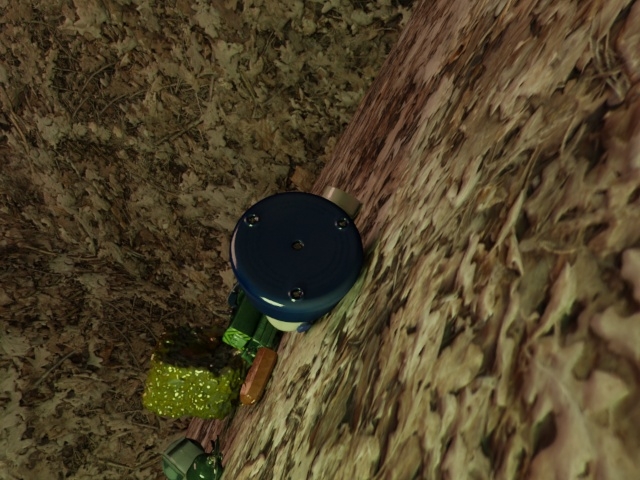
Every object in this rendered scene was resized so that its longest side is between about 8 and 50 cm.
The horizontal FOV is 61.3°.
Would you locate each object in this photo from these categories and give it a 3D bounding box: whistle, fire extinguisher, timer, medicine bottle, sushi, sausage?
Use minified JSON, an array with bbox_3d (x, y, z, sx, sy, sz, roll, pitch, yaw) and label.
[{"bbox_3d":[-0.451,0.767,1.848,0.290,0.163,0.163,9,68,49],"label":"whistle"},{"bbox_3d":[-0.337,0.674,1.510,0.294,0.093,0.118,-59,34,22],"label":"fire extinguisher"},{"bbox_3d":[-0.063,0.095,1.233,0.383,0.271,0.270,101,-169,-62],"label":"timer"},{"bbox_3d":[0.000,0.000,1.513,0.296,0.111,0.161,-62,7,-1],"label":"medicine bottle"},{"bbox_3d":[-0.428,0.461,1.942,0.396,0.352,0.240,-104,26,-73],"label":"sushi"},{"bbox_3d":[-0.177,0.388,1.519,0.169,0.065,0.065,-67,9,-28],"label":"sausage"}]

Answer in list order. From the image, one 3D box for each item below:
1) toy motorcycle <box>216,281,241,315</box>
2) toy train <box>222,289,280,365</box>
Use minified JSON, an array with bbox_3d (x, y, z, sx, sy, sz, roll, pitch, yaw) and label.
[{"bbox_3d":[-0.294,0.245,2.232,0.359,0.125,0.212,9,66,57],"label":"toy motorcycle"},{"bbox_3d":[-0.204,0.248,1.769,0.138,0.178,0.330,-56,9,40],"label":"toy train"}]
